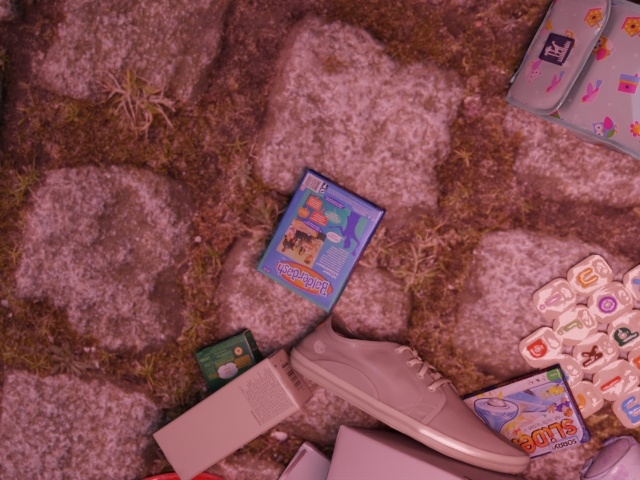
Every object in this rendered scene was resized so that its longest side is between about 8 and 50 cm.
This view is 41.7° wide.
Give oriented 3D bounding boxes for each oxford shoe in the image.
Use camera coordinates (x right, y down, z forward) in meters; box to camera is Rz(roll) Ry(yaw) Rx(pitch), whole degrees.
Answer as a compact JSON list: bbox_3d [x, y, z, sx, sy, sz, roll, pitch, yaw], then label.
[{"bbox_3d":[0.154,0.255,1.432,0.449,0.169,0.130,27,89,22],"label":"oxford shoe"}]

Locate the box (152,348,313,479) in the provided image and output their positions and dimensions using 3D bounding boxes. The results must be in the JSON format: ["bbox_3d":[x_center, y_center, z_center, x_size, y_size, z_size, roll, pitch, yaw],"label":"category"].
[{"bbox_3d":[-0.158,0.316,1.519,0.275,0.094,0.113,-34,86,16],"label":"box"}]

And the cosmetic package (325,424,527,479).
[{"bbox_3d":[0.207,0.425,1.323,0.385,0.217,0.156,14,86,46],"label":"cosmetic package"}]

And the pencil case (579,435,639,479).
[{"bbox_3d":[0.559,0.457,1.392,0.273,0.113,0.124,46,122,7],"label":"pencil case"}]

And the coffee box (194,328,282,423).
[{"bbox_3d":[-0.150,0.273,1.584,0.113,0.040,0.184,-24,88,15],"label":"coffee box"}]

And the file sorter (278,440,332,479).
[{"bbox_3d":[0.015,0.539,1.500,0.277,0.173,0.193,35,102,8],"label":"file sorter"}]

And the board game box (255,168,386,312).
[{"bbox_3d":[0.000,0.000,1.520,0.160,0.047,0.210,30,101,9],"label":"board game box"}]

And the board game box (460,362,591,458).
[{"bbox_3d":[0.345,0.310,1.457,0.201,0.035,0.136,-25,89,22],"label":"board game box"}]

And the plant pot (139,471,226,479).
[{"bbox_3d":[-0.269,0.597,1.544,0.275,0.275,0.243,-4,104,14],"label":"plant pot"}]

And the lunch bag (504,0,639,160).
[{"bbox_3d":[0.450,-0.269,1.335,0.262,0.160,0.223,30,104,21],"label":"lunch bag"}]

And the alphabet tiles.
[{"bbox_3d":[0.497,0.170,1.429,0.278,0.021,0.284,-37,86,13],"label":"alphabet tiles"}]
